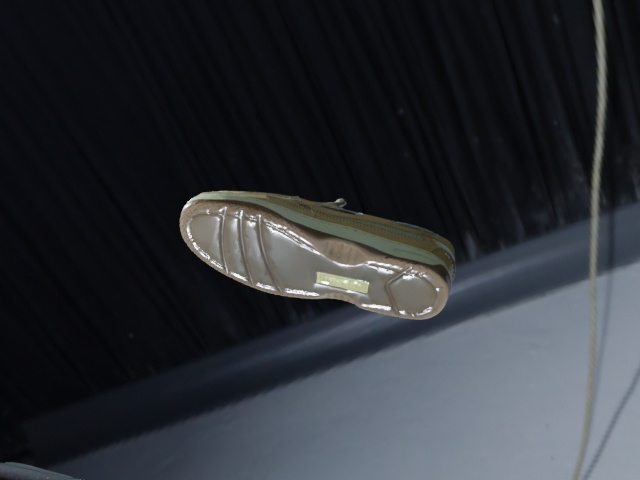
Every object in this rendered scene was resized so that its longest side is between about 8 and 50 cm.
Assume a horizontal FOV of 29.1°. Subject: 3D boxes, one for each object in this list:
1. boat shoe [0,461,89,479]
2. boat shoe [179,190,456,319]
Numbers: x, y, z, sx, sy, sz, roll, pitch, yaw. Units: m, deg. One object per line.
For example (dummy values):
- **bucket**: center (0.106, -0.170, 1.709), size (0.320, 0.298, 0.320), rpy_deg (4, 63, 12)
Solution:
- **boat shoe**: center (-0.224, 0.139, 0.611), size (0.321, 0.103, 0.118), rpy_deg (13, 34, 11)
- **boat shoe**: center (0.000, 0.000, 0.853), size (0.190, 0.068, 0.072), rpy_deg (18, 40, 3)
